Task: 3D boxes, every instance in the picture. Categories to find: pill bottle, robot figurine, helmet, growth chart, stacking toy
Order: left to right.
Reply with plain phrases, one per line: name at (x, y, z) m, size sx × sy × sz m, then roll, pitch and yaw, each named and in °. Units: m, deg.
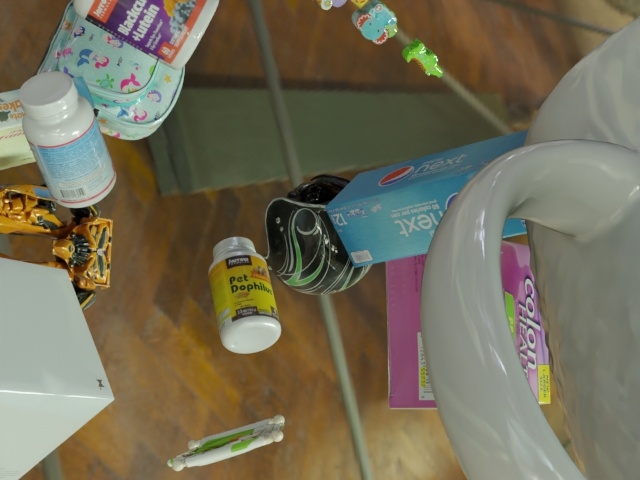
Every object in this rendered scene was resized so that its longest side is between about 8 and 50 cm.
robot figurine at (-0.407, 0.012, 1.654) m, size 0.291 × 0.085 × 0.211 m, roll 8°, pitch 83°, yaw -57°
pill bottle at (-0.310, -0.123, 1.381) m, size 0.160 × 0.087 × 0.087 m, roll 79°, pitch 17°, yaw -46°
pill bottle at (-0.230, -0.297, 1.370) m, size 0.193 × 0.108 × 0.108 m, roll 28°, pitch 45°, yaw -14°
growth chart at (-0.127, 0.277, 1.544) m, size 0.237 × 0.172 × 0.021 m, roll 75°, pitch -2°, yaw -87°
pill bottle at (-0.151, 0.102, 2.194) m, size 0.117 × 0.117 × 0.215 m, roll 40°, pitch 28°, yaw -50°
helmet at (0.000, 0.000, 1.647) m, size 0.169 × 0.169 × 0.162 m, roll -47°, pitch 141°, yaw -59°
stacking toy at (0.041, -0.286, 1.384) m, size 0.221 × 0.052 × 0.167 m, roll 35°, pitch 15°, yaw -33°

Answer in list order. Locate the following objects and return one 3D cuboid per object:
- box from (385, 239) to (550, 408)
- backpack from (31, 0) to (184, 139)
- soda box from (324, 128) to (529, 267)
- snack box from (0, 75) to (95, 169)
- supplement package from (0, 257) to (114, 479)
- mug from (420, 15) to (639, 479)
box at (0.195, 0.110, 1.473) m, size 0.243 × 0.117 × 0.214 m, roll 11°, pitch 76°, yaw -56°
backpack at (-0.380, -0.314, 2.098) m, size 0.253 × 0.191 × 0.225 m, roll 26°, pitch 68°, yaw -18°
soda box at (0.111, -0.036, 0.998) m, size 0.071 × 0.210 × 0.067 m, roll -46°, pitch 115°, yaw -45°
snack box at (-0.511, -0.150, 1.674) m, size 0.322 × 0.187 × 0.060 m, roll -19°, pitch 81°, yaw -35°
supplement package at (-0.431, 0.173, 1.378) m, size 0.199 × 0.262 × 0.198 m, roll 16°, pitch 41°, yaw -53°
mug at (0.208, 0.071, 0.492) m, size 0.374 × 0.276 × 0.328 m, roll 14°, pitch 53°, yaw -25°
